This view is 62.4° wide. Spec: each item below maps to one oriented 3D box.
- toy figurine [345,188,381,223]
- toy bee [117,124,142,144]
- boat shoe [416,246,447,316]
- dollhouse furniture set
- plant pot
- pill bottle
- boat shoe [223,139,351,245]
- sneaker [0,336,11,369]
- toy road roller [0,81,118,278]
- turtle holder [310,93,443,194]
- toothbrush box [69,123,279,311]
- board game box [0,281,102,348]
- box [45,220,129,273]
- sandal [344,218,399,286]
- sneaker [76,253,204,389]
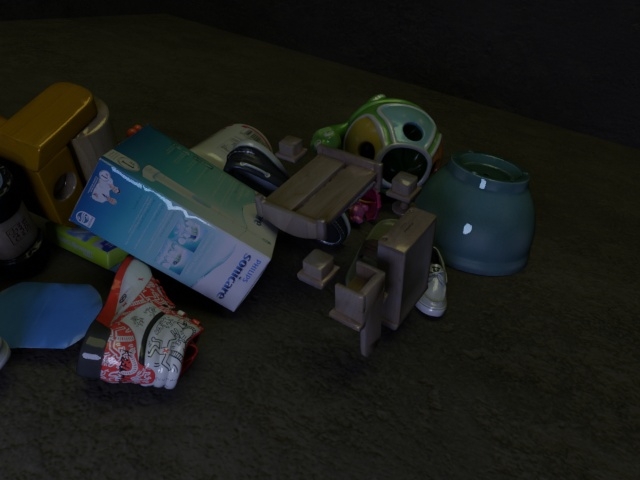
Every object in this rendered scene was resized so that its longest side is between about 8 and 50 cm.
[{"bbox_3d":[0.060,-0.091,1.221,0.159,0.130,0.173,25,54,6],"label":"toy figurine"},{"bbox_3d":[-0.433,-0.178,1.146,0.299,0.162,0.195,0,30,-17],"label":"toy bee"},{"bbox_3d":[0.216,0.073,1.016,0.066,0.063,0.184,14,30,6],"label":"boat shoe"},{"bbox_3d":[0.000,0.000,0.909,0.356,0.173,0.303,23,47,27],"label":"dollhouse furniture set"},{"bbox_3d":[0.353,-0.083,1.193,0.293,0.196,0.293,7,31,-4],"label":"plant pot"},{"bbox_3d":[-0.221,-0.141,1.147,0.161,0.160,0.283,16,30,10],"label":"pill bottle"},{"bbox_3d":[-0.067,-0.072,1.059,0.303,0.114,0.091,35,40,-16],"label":"boat shoe"},{"bbox_3d":[-0.531,0.094,0.670,0.282,0.115,0.105,9,42,11],"label":"sneaker"},{"bbox_3d":[-0.523,-0.124,0.880,0.241,0.202,0.329,25,55,9],"label":"toy road roller"},{"bbox_3d":[0.161,-0.242,1.327,0.320,0.243,0.227,36,22,-21],"label":"turtle holder"},{"bbox_3d":[-0.224,-0.046,0.902,0.296,0.126,0.216,30,23,-13],"label":"toothbrush box"},{"bbox_3d":[-0.406,0.117,0.772,0.169,0.033,0.133,3,36,-6],"label":"board game box"},{"bbox_3d":[-0.402,-0.006,0.980,0.178,0.042,0.109,21,32,20],"label":"box"},{"bbox_3d":[0.121,0.029,1.030,0.120,0.086,0.302,13,37,6],"label":"sandal"},{"bbox_3d":[-0.247,0.115,0.786,0.145,0.090,0.270,15,24,-13],"label":"sneaker"}]
